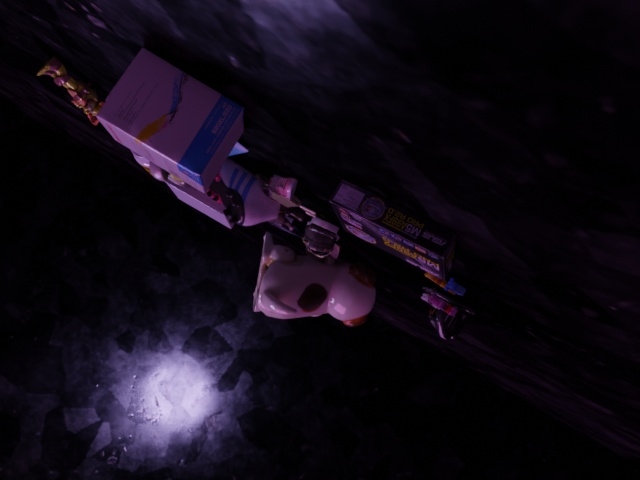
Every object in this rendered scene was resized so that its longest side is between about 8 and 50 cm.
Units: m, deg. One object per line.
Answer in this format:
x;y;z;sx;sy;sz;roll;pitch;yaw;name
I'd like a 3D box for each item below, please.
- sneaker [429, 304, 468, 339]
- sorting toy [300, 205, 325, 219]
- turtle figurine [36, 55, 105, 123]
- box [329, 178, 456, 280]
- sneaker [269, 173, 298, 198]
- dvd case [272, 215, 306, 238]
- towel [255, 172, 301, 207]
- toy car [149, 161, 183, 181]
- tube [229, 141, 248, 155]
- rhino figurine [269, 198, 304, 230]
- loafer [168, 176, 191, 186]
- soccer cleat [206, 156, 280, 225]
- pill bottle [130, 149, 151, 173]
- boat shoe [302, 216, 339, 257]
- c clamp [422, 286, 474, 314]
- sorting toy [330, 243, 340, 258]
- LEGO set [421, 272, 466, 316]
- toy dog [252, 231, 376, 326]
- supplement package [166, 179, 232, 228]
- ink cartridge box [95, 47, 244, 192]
0.373;0.239;1.938;0.108;0.100;0.271;32;178;21;sneaker
-0.016;-0.076;1.820;0.083;0.012;0.062;27;173;23;sorting toy
-0.692;-0.426;1.821;0.217;0.087;0.269;44;175;-29;turtle figurine
0.163;-0.019;1.389;0.270;0.060;0.216;28;171;16;box
-0.097;-0.138;1.599;0.070;0.051;0.134;25;176;-2;sneaker
-0.133;-0.063;2.260;0.253;0.022;0.180;23;170;40;dvd case
-0.127;-0.139;1.780;0.148;0.027;0.110;34;170;-18;towel
-0.344;-0.237;1.567;0.136;0.159;0.182;-96;-1;-54;toy car
-0.251;-0.234;1.593;0.080;0.052;0.207;31;167;-26;tube
-0.149;-0.091;1.981;0.106;0.073;0.243;30;174;-27;rhino figurine
-0.411;-0.252;1.717;0.251;0.094;0.087;53;155;-17;loafer
-0.216;-0.141;1.703;0.143;0.116;0.331;-6;-143;-28;soccer cleat
-0.522;-0.275;2.019;0.119;0.119;0.208;29;171;9;pill bottle
-0.004;-0.002;1.909;0.109;0.091;0.305;23;175;1;boat shoe
0.385;0.178;1.931;0.161;0.022;0.137;28;176;5;c clamp
0.020;0.013;2.132;0.075;0.045;0.083;32;176;42;sorting toy
0.311;0.130;1.688;0.093;0.087;0.227;33;178;-1;LEGO set
-0.008;0.149;2.185;0.408;0.284;0.395;8;-173;-9;toy dog
-0.331;-0.163;1.935;0.204;0.145;0.262;30;171;1;supplement package
-0.297;-0.238;1.295;0.233;0.168;0.171;31;171;-3;ink cartridge box
